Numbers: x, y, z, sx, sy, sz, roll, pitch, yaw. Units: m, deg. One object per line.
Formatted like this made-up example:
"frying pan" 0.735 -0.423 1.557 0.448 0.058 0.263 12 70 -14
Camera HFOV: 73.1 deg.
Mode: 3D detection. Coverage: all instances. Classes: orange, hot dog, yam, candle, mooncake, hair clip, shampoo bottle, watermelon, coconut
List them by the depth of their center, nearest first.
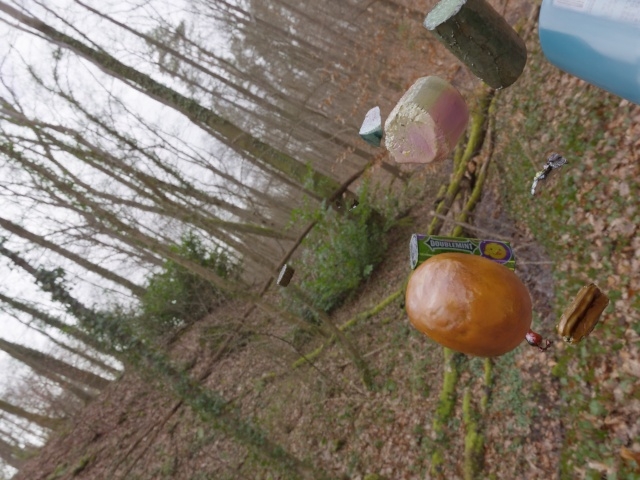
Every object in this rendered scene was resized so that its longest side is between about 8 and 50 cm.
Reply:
"shampoo bottle" 0.659 -0.438 0.817 0.331 0.331 0.343 -65 32 29
"orange" 0.342 0.145 1.008 0.284 0.284 0.226 -82 7 -86
"mooncake" -0.009 -0.010 1.187 0.347 0.057 0.150 -46 10 -14
"yam" 0.460 -0.590 1.262 0.168 0.304 0.168 -44 30 35
"coconut" 0.311 -0.350 1.272 0.245 0.233 0.233 -51 -7 -32
"hair clip" 0.710 -0.209 1.335 0.116 0.049 0.172 -35 -23 -1
"candle" 0.589 0.246 1.401 0.329 0.051 0.048 42 118 48
"watermelon" 0.175 -0.361 1.415 0.180 0.081 0.094 87 -156 -64
"hot dog" 0.932 0.261 1.531 0.269 0.115 0.072 -37 -13 -24

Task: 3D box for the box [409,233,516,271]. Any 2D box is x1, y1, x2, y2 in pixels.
"box" 0.490 0.050 1.513 0.097 0.345 0.134 97 178 -52
